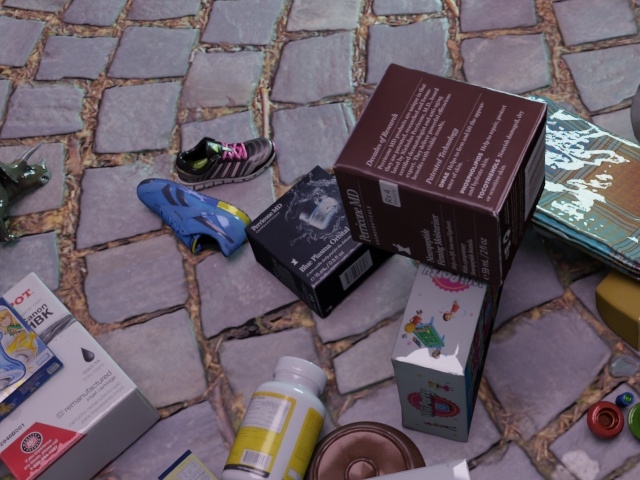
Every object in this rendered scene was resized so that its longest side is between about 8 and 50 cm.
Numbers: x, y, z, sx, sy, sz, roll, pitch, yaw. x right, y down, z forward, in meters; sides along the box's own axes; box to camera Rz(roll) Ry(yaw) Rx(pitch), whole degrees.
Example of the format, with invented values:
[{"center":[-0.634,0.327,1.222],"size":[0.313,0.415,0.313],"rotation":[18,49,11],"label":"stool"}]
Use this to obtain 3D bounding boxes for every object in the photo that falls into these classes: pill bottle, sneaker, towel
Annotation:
[{"center":[-0.054,0.252,1.380],"size":[0.103,0.103,0.184],"rotation":[12,61,18],"label":"pill bottle"},{"center":[-0.211,-0.034,1.614],"size":[0.209,0.069,0.082],"rotation":[21,68,22],"label":"sneaker"},{"center":[0.393,-0.082,1.492],"size":[0.370,0.040,0.271],"rotation":[31,47,28],"label":"towel"},{"center":[-0.155,-0.133,1.661],"size":[0.170,0.075,0.063],"rotation":[-16,56,1],"label":"sneaker"}]

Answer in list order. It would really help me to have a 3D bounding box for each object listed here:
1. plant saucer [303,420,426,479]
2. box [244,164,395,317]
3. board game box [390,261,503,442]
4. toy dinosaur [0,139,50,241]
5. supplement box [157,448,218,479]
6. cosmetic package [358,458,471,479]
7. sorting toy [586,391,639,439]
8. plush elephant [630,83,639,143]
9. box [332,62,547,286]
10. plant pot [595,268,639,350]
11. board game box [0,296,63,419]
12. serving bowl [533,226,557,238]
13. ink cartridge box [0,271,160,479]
[{"center":[0.056,0.312,1.367],"size":[0.168,0.029,0.168],"rotation":[-5,58,8],"label":"plant saucer"},{"center":[0.000,0.000,1.537],"size":[0.156,0.093,0.158],"rotation":[-42,59,-15],"label":"box"},{"center":[0.181,0.080,1.374],"size":[0.097,0.224,0.303],"rotation":[12,61,15],"label":"board game box"},{"center":[-0.552,-0.069,1.621],"size":[0.121,0.313,0.160],"rotation":[-4,95,21],"label":"toy dinosaur"},{"center":[-0.156,0.333,1.361],"size":[0.056,0.083,0.083],"rotation":[-42,59,-15],"label":"supplement box"},{"center":[0.038,0.366,1.126],"size":[0.284,0.377,0.097],"rotation":[-14,57,3],"label":"cosmetic package"},{"center":[0.394,0.230,1.351],"size":[0.102,0.042,0.061],"rotation":[5,74,0],"label":"sorting toy"},{"center":[0.600,-0.199,1.459],"size":[0.255,0.330,0.272],"rotation":[-62,28,13],"label":"plush elephant"},{"center":[0.149,-0.078,1.244],"size":[0.203,0.168,0.167],"rotation":[18,64,21],"label":"box"},{"center":[0.420,0.082,1.412],"size":[0.083,0.081,0.081],"rotation":[34,70,32],"label":"plant pot"},{"center":[-0.466,0.188,1.405],"size":[0.201,0.035,0.136],"rotation":[-43,60,-13],"label":"board game box"},{"center":[0.351,-0.044,1.535],"size":[0.083,0.027,0.083],"rotation":[-5,57,7],"label":"serving bowl"},{"center":[-0.393,0.206,1.469],"size":[0.197,0.114,0.273],"rotation":[-41,59,-14],"label":"ink cartridge box"}]
